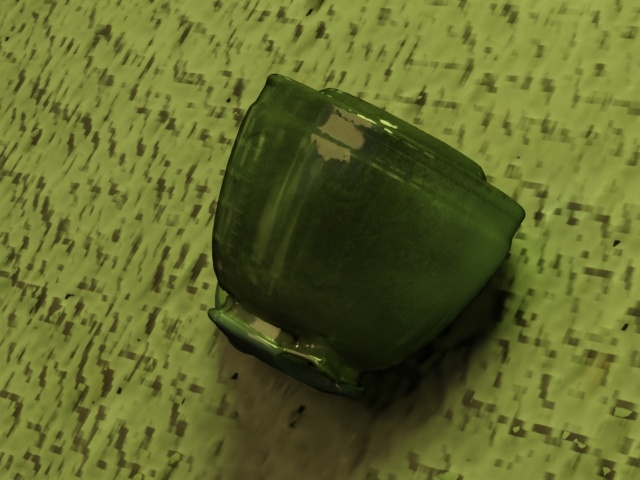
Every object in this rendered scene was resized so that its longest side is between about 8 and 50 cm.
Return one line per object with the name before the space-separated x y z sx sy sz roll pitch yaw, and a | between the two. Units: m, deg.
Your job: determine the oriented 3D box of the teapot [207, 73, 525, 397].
teapot | -0.005 -0.003 0.727 0.149 0.111 0.108 29 90 42
